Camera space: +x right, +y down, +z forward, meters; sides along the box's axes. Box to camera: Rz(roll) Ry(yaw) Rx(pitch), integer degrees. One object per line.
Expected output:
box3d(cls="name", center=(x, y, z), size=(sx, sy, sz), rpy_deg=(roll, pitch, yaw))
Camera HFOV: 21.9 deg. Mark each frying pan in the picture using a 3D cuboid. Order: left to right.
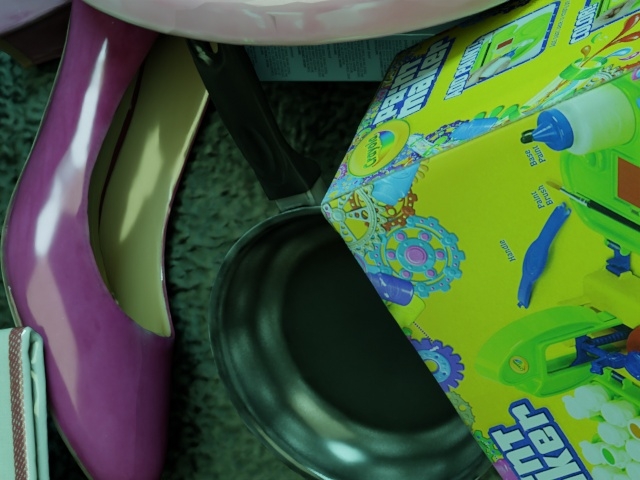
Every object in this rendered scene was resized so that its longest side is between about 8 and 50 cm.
box3d(cls="frying pan", center=(-0.017, 0.017, 0.972), size=(0.326, 0.053, 0.197), rpy_deg=(49, 127, -1))

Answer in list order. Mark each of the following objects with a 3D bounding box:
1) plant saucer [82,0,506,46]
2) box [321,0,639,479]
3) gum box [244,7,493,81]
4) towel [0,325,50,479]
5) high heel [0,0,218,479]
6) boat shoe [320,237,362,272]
box3d(cls="plant saucer", center=(0.000, -0.224, 0.920), size=(0.332, 0.332, 0.084), rpy_deg=(1, 128, 9))
box3d(cls="box", center=(0.204, 0.006, 0.823), size=(0.279, 0.177, 0.290), rpy_deg=(-22, 113, 27))
box3d(cls="gum box", center=(0.051, -0.163, 0.995), size=(0.184, 0.041, 0.157), rpy_deg=(2, 50, 8))
box3d(cls="towel", center=(-0.292, 0.181, 0.998), size=(0.329, 0.037, 0.237), rpy_deg=(-8, 83, 28))
box3d(cls="high heel", center=(-0.095, -0.039, 0.996), size=(0.181, 0.127, 0.377), rpy_deg=(-15, 80, 15))
box3d(cls="boat shoe", center=(0.131, -0.056, 0.985), size=(0.305, 0.091, 0.109), rpy_deg=(-23, 82, 6))
